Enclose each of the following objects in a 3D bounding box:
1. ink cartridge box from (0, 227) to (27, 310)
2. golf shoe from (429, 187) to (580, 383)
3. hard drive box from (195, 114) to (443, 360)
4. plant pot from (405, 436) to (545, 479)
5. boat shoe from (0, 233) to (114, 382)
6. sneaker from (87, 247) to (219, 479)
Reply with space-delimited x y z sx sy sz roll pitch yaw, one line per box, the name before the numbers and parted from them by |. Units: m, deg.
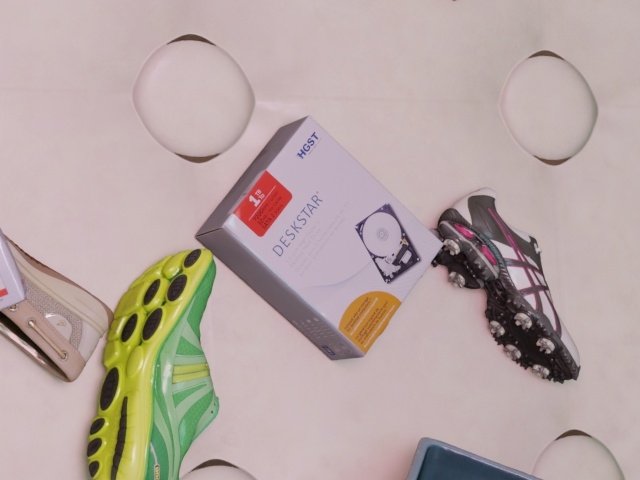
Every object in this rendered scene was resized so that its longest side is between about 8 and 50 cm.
ink cartridge box | -0.395 0.004 1.551 0.145 0.045 0.179 -22 108 0
golf shoe | 0.252 0.057 1.929 0.273 0.105 0.120 51 59 -12
hard drive box | 0.000 0.000 1.820 0.232 0.089 0.181 42 68 -15
plant pot | 0.174 0.416 1.746 0.248 0.247 0.252 20 110 6
boat shoe | -0.364 0.045 1.633 0.302 0.109 0.098 35 69 -24
sneaker | -0.174 0.151 1.725 0.123 0.109 0.295 30 69 -44
